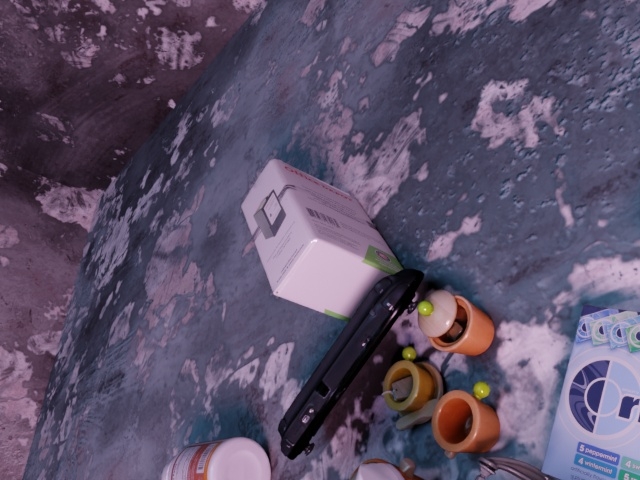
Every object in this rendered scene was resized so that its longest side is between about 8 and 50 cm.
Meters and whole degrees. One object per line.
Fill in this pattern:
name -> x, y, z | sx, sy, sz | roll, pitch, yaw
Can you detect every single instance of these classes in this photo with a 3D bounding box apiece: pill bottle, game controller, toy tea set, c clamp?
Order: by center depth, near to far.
c clamp -> 0.169, 0.294, 0.636 | 0.137, 0.022, 0.160 | 33, 75, 19
toy tea set -> 0.119, 0.223, 0.753 | 0.200, 0.124, 0.335 | -27, 48, 46
game controller -> 0.048, 0.176, 0.887 | 0.067, 0.166, 0.319 | 38, 106, 17
pill bottle -> -0.194, 0.420, 1.087 | 0.216, 0.121, 0.121 | -27, 48, 46

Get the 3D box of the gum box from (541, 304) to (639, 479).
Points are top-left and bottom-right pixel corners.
gum box -> 0.313, 0.163, 0.589 | 0.157, 0.041, 0.184 | 2, 71, 57

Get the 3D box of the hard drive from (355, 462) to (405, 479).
hard drive -> 0.045, 0.409, 0.517 | 0.233, 0.047, 0.352 | -126, 45, -59

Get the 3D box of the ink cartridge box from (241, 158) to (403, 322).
ink cartridge box -> 0.000, 0.000, 1.016 | 0.114, 0.199, 0.272 | -55, 32, 19
